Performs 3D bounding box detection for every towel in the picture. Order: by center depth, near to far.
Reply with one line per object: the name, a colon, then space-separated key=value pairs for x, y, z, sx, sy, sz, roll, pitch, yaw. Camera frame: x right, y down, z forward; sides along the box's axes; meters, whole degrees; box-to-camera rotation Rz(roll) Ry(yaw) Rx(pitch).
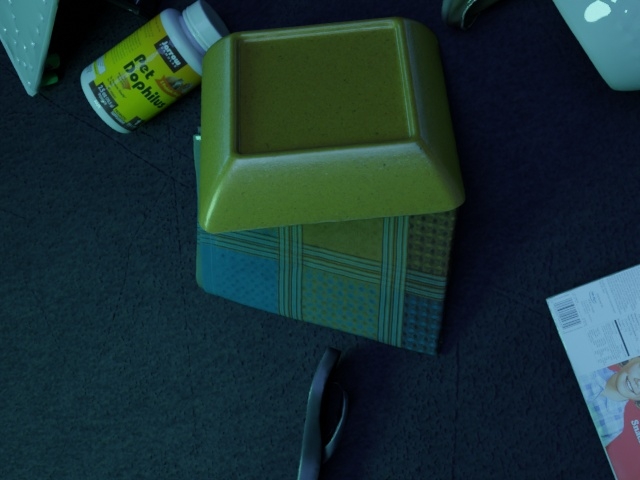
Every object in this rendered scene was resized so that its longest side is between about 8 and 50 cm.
towel: x=0.000 y=0.000 z=1.487 sx=0.370 sy=0.040 sz=0.271 roll=14 pitch=122 yaw=17

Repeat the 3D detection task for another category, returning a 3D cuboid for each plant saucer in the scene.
plant saucer: x=0.004 y=-0.174 z=1.411 sx=0.333 sy=0.081 sz=0.332 roll=-5 pitch=52 yaw=1

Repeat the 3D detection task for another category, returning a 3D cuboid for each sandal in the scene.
sandal: x=0.007 y=0.269 z=1.502 sx=0.055 sy=0.097 sz=0.254 roll=9 pitch=99 yaw=7

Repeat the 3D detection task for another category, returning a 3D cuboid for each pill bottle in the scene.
pill bottle: x=-0.236 y=-0.259 z=1.601 sx=0.215 sy=0.117 sz=0.117 roll=-33 pitch=77 yaw=14

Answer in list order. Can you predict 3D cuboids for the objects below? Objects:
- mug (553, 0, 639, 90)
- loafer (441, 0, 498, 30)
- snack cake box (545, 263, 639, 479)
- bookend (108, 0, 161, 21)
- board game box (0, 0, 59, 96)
mug: x=0.477 y=-0.299 z=1.310 sx=0.328 sy=0.276 sz=0.374 roll=-32 pitch=107 yaw=19
loafer: x=0.253 y=-0.363 z=1.432 sx=0.087 sy=0.094 sz=0.251 roll=44 pitch=126 yaw=5
snack cake box: x=0.404 y=0.170 z=1.372 sx=0.152 sy=0.089 sz=0.264 roll=-21 pitch=80 yaw=14
bookend: x=-0.291 y=-0.431 z=1.656 sx=0.157 sy=0.072 sz=0.156 roll=28 pitch=95 yaw=18
board game box: x=-0.459 y=-0.470 z=1.595 sx=0.050 sy=0.390 sz=0.389 roll=-22 pitch=75 yaw=-29
